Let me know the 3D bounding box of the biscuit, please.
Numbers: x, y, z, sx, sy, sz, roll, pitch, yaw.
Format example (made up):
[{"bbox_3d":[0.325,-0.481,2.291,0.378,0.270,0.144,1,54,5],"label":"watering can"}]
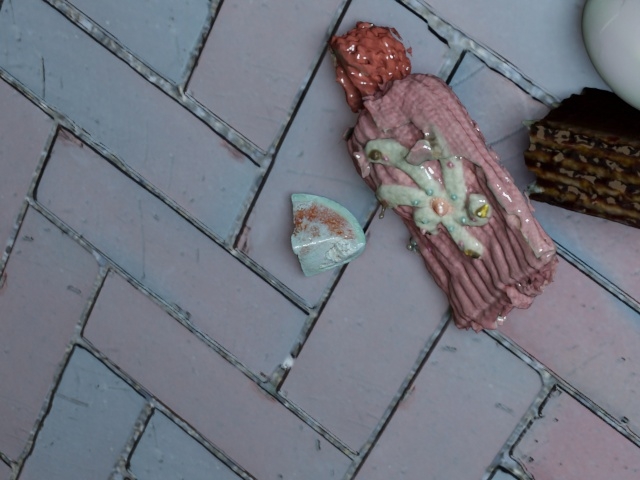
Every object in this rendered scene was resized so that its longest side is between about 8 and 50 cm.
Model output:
[{"bbox_3d":[0.282,-0.053,1.299,0.252,0.106,0.070,16,118,26],"label":"biscuit"}]

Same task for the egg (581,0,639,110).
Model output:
[{"bbox_3d":[0.259,-0.150,1.270,0.135,0.103,0.103,41,127,11],"label":"egg"}]

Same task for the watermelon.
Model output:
[{"bbox_3d":[0.000,0.000,1.533,0.085,0.061,0.085,20,123,35],"label":"watermelon"}]

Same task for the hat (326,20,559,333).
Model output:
[{"bbox_3d":[0.086,-0.057,1.403,0.286,0.107,0.237,59,159,9],"label":"hat"}]
